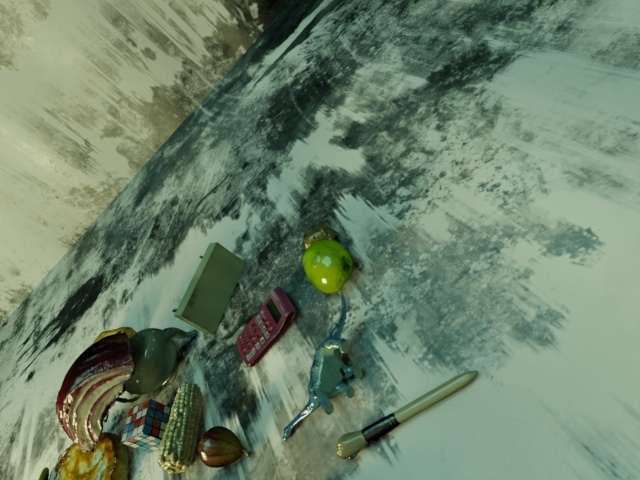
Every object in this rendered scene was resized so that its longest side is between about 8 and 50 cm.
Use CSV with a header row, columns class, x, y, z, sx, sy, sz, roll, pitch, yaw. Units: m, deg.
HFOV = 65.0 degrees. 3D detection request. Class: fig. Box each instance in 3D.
class,x,y,z,sx,sy,sz,roll,pitch,yaw
fig,-0.198,0.451,1.085,0.125,0.089,0.089,4,57,18

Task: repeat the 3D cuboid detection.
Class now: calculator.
class,x,y,z,sx,sy,sz,roll,pitch,yaw
calculator,-0.137,0.218,1.263,0.190,0.034,0.126,-52,35,6

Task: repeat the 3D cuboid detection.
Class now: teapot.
class,x,y,z,sx,sy,sz,roll,pitch,yaw
teapot,-0.498,0.353,1.458,0.294,0.129,0.193,-51,35,2

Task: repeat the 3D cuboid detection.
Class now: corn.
class,x,y,z,sx,sy,sz,roll,pitch,yaw
corn,-0.334,0.456,1.222,0.087,0.087,0.211,-29,34,27

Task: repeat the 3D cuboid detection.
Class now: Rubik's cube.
class,x,y,z,sx,sy,sz,roll,pitch,yaw
Rubik's cube,-0.441,0.481,1.300,0.092,0.092,0.092,-31,39,26

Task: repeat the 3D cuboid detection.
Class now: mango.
class,x,y,z,sx,sy,sz,roll,pitch,yaw
mango,0.010,0.055,1.193,0.119,0.100,0.178,-56,27,-5

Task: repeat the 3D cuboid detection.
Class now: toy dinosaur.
class,x,y,z,sx,sy,sz,roll,pitch,yaw
toy dinosaur,0.021,0.266,1.005,0.144,0.076,0.329,7,74,58

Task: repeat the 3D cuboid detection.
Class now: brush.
class,x,y,z,sx,sy,sz,roll,pitch,yaw
brush,0.145,0.303,0.867,0.299,0.039,0.042,-35,-2,17

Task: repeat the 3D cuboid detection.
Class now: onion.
class,x,y,z,sx,sy,sz,roll,pitch,yaw
onion,-0.636,0.390,1.366,0.280,0.146,0.314,24,94,54

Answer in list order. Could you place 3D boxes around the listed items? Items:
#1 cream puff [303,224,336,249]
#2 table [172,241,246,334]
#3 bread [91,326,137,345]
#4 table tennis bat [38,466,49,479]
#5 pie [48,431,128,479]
class,x,y,z,sx,sy,sz,roll,pitch,yaw
cream puff,0.000,0.000,1.296,0.083,0.083,0.058,-61,-10,2
table,-0.338,0.141,1.479,0.111,0.121,0.240,-8,52,45
bread,-0.708,0.360,1.719,0.211,0.083,0.114,-14,43,41
table tennis bat,-0.789,0.772,1.356,0.368,0.054,0.224,-161,86,-72
pie,-0.624,0.665,1.342,0.315,0.092,0.315,-25,43,25
